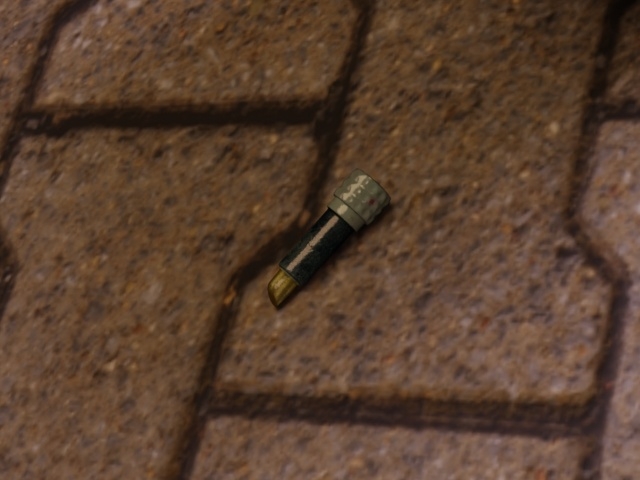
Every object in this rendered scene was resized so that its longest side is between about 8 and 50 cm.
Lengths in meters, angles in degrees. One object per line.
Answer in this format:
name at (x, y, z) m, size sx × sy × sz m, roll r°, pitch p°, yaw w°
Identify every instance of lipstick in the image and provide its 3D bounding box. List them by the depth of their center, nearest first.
lipstick at (0.000, 0.000, 1.322) m, size 0.116 × 0.037 × 0.037 m, roll -46°, pitch 52°, yaw -4°
